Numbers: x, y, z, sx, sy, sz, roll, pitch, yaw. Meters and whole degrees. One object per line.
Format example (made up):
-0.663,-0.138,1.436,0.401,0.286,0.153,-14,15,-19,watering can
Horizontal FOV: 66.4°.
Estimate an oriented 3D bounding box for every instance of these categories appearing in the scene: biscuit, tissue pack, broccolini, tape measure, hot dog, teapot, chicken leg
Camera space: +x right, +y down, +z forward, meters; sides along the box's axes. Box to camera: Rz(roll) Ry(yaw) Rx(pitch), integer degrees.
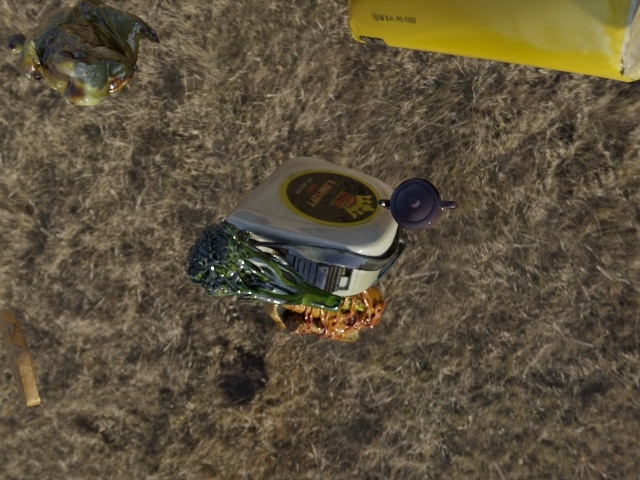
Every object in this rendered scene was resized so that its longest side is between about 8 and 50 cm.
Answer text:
-0.549,0.215,0.894,0.221,0.029,0.141,44,132,33,biscuit
0.216,-0.355,0.521,0.382,0.228,0.293,35,138,47,tissue pack
-0.064,0.051,0.568,0.068,0.091,0.203,-32,129,32,broccolini
0.000,0.000,0.719,0.232,0.271,0.132,22,126,14,tape measure
0.030,0.148,1.071,0.117,0.349,0.158,38,98,37,hot dog
0.124,-0.046,0.622,0.101,0.045,0.067,2,85,18,teapot
-0.349,-0.292,0.777,0.361,0.212,0.140,31,151,41,chicken leg
